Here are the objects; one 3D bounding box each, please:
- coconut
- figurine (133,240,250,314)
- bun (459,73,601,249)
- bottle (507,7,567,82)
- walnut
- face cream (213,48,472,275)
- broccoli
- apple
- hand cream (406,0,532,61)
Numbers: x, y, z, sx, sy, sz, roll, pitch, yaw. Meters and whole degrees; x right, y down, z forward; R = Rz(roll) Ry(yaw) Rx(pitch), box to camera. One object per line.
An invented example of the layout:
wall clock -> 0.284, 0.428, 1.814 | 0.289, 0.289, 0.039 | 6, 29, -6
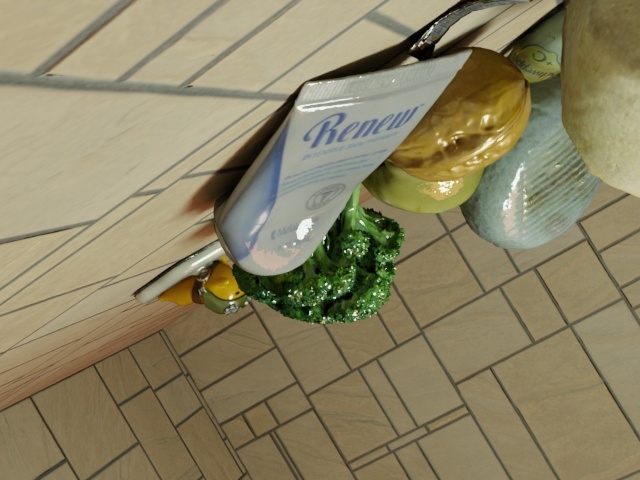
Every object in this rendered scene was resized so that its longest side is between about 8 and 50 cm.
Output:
coconut -> 0.455, -0.228, 0.949 | 0.415, 0.344, 0.415 | -15, 153, -8
figurine -> -0.240, 0.105, 1.659 | 0.250, 0.141, 0.166 | -32, 179, 22
bun -> 0.398, -0.157, 1.574 | 0.362, 0.211, 0.362 | -25, 138, -25
bottle -> 0.348, -0.295, 1.351 | 0.083, 0.083, 0.270 | -30, 179, -27
walnut -> 0.174, -0.160, 1.073 | 0.207, 0.159, 0.159 | -29, 179, 17
face cream -> -0.010, -0.087, 1.004 | 0.235, 0.137, 0.420 | -17, 161, -34
broccoli -> 0.000, 0.000, 1.348 | 0.308, 0.308, 0.275 | -28, 139, -53
apple -> 0.156, -0.128, 1.244 | 0.200, 0.200, 0.200 | -31, 178, -1
hand cream -> 0.164, -0.237, 0.849 | 0.163, 0.039, 0.062 | -26, -178, 22
